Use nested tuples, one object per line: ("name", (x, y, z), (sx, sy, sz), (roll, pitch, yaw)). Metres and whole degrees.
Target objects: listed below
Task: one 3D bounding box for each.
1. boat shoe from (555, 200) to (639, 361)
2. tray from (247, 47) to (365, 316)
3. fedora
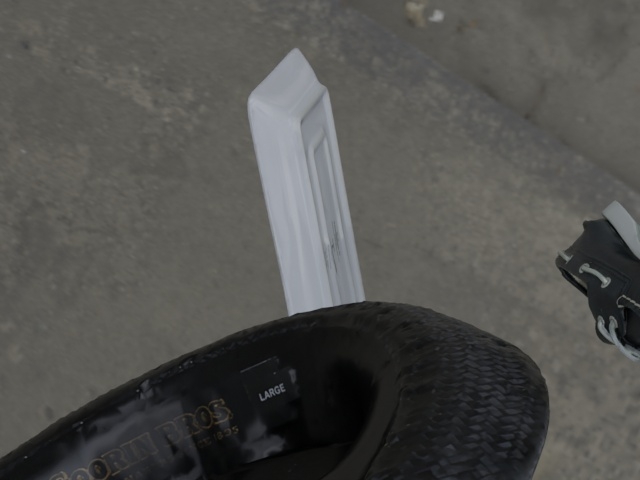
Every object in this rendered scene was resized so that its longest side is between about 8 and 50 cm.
("boat shoe", (0.284, 0.060, 1.173), (0.091, 0.302, 0.114), (-40, 103, 10))
("tray", (0.000, 0.000, 1.002), (0.145, 0.030, 0.270), (-59, 141, -63))
("fedora", (-0.051, 0.163, 0.422), (0.334, 0.334, 0.152), (-35, 106, -22))
